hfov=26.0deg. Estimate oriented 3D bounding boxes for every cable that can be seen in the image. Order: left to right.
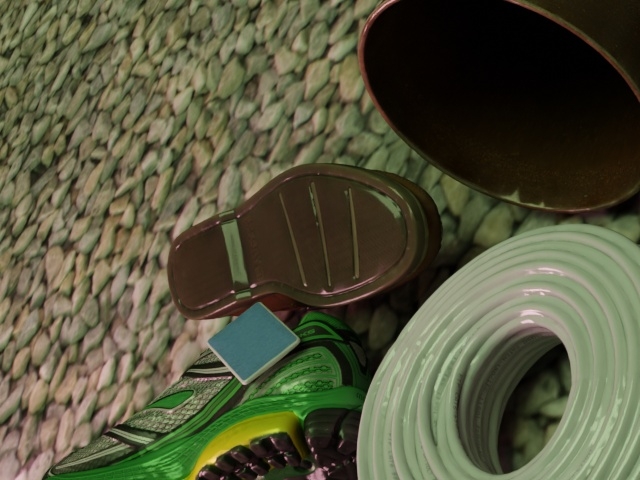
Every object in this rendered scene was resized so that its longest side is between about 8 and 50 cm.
[{"bbox_3d":[0.137,0.109,0.879,0.257,0.089,0.257,2,66,53],"label":"cable"}]

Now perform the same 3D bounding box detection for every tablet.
[{"bbox_3d":[-0.051,0.077,1.049,0.054,0.006,0.083,-38,30,-9],"label":"tablet"}]

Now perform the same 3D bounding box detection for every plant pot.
[{"bbox_3d":[0.172,-0.176,0.977,0.215,0.215,0.230,-7,45,50],"label":"plant pot"}]

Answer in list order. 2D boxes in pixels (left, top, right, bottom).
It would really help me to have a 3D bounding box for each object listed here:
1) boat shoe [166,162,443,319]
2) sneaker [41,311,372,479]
[{"bbox_3d":[0.000,0.000,1.109,0.307,0.104,0.111,-9,86,51],"label":"boat shoe"},{"bbox_3d":[-0.091,0.167,1.116,0.343,0.134,0.146,-23,40,29],"label":"sneaker"}]
